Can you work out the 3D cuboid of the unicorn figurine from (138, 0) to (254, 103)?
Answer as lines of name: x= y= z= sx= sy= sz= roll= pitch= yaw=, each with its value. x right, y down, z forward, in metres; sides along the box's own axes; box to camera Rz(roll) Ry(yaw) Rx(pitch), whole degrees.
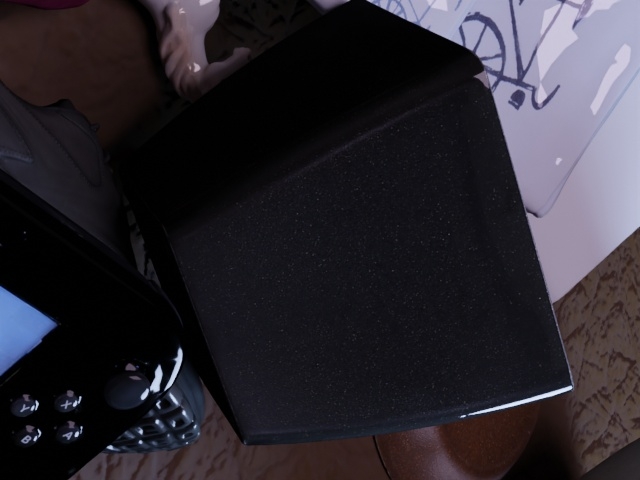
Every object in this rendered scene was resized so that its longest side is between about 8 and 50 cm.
unicorn figurine: x=-0.077 y=-0.145 z=0.911 sx=0.162 sy=0.060 sz=0.111 roll=32 pitch=76 yaw=-31

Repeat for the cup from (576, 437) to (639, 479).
cup: x=0.218 y=0.309 z=1.118 sx=0.237 sy=0.331 sz=0.331 roll=-14 pitch=104 yaw=-23

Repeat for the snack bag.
snack bag: x=0.133 y=-0.212 z=0.994 sx=0.342 sy=0.037 sz=0.323 roll=42 pitch=79 yaw=-37

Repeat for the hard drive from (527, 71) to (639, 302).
hard drive: x=0.158 y=-0.130 z=1.093 sx=0.203 sy=0.040 sz=0.307 roll=-41 pitch=125 yaw=-14

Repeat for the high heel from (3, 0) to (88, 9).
high heel: x=-0.231 y=-0.128 z=0.702 sx=0.377 sy=0.127 sz=0.181 roll=-16 pitch=149 yaw=-30

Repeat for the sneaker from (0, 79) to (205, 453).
sneaker: x=-0.133 y=0.003 z=0.812 sx=0.286 sy=0.109 sz=0.130 roll=59 pitch=33 yaw=-41

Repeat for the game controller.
game controller: x=-0.202 y=0.016 z=0.647 sx=0.166 sy=0.067 sz=0.319 roll=-46 pitch=128 yaw=6

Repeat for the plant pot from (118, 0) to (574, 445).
plant pot: x=0.000 y=0.000 z=0.847 sx=0.167 sy=0.187 sz=0.188 roll=-22 pitch=112 yaw=-11

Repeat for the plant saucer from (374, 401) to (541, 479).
plant saucer: x=0.108 y=0.096 z=1.154 sx=0.198 sy=0.036 sz=0.199 roll=-2 pitch=92 yaw=-51
